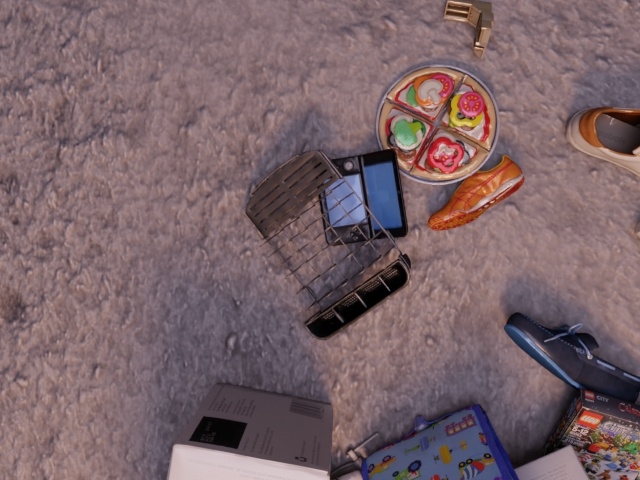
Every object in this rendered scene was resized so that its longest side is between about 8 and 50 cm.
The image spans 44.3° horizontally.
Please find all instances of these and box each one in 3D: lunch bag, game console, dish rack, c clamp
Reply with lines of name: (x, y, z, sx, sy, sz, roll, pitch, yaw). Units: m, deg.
lunch bag: (0.183, 0.375, 1.206, 0.221, 0.293, 0.138, -29, 120, 8)
game console: (0.064, -0.068, 1.278, 0.124, 0.085, 0.144, -9, 92, -9)
dish rack: (0.000, 0.000, 1.264, 0.208, 0.074, 0.271, -37, 91, 25)
c clamp: (0.079, 0.430, 1.342, 0.137, 0.022, 0.160, -31, 91, 4)

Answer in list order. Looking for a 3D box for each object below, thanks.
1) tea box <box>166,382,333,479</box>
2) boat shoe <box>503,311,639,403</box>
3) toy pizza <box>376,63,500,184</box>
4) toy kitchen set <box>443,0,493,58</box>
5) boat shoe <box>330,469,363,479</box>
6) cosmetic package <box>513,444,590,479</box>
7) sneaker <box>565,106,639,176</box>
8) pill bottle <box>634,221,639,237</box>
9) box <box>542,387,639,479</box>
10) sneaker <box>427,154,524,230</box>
tea box: (-0.113, 0.428, 1.198, 0.220, 0.329, 0.323, 11, 95, 1)
boat shoe: (0.412, 0.185, 1.286, 0.258, 0.109, 0.089, 36, 87, -16)
toy pizza: (0.190, -0.191, 1.279, 0.201, 0.032, 0.201, -1, 85, 8)
toy kitchen set: (0.234, -0.338, 1.269, 0.075, 0.083, 0.068, 10, 135, 2)
boat shoe: (0.084, 0.490, 1.294, 0.076, 0.083, 0.226, -24, 90, -16)
cosmetic package: (0.339, 0.473, 1.193, 0.224, 0.224, 0.138, -26, 131, 7)
sneaker: (0.541, -0.139, 1.238, 0.290, 0.123, 0.106, 14, 92, 0)
pill bottle: (0.571, 0.008, 1.271, 0.120, 0.067, 0.067, 39, 94, 0)
box: (0.499, 0.336, 1.267, 0.233, 0.044, 0.159, 17, 128, 2)
sneaker: (0.249, -0.075, 1.294, 0.175, 0.064, 0.067, -32, 70, 0)
